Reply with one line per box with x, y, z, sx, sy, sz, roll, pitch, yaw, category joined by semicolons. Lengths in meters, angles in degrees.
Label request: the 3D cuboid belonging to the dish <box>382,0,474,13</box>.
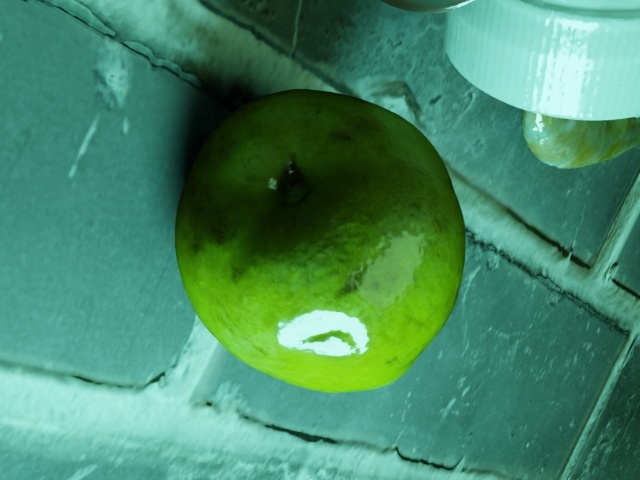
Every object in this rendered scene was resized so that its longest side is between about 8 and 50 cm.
0.076;-0.257;1.035;0.081;0.229;0.229;-85;-179;-56;dish

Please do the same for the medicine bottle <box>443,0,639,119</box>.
0.195;-0.286;1.155;0.211;0.211;0.371;-38;143;-42;medicine bottle

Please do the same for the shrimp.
0.277;-0.153;1.583;0.317;0.077;0.168;-14;122;-54;shrimp

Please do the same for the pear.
0.000;0.000;1.094;0.200;0.200;0.200;-42;146;-37;pear
